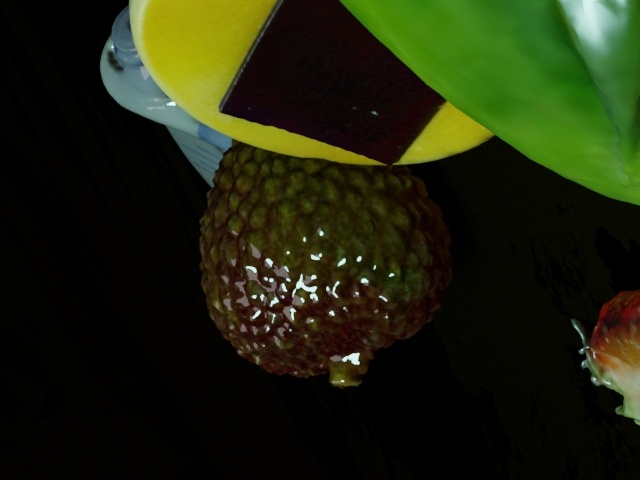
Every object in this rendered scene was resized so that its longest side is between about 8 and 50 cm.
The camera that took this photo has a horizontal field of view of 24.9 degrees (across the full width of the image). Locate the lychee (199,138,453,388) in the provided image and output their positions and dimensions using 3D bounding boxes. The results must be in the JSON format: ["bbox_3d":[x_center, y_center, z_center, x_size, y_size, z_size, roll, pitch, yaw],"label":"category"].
[{"bbox_3d":[0.000,0.000,1.313,0.236,0.236,0.271,154,102,-70],"label":"lychee"}]

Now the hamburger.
[{"bbox_3d":[0.017,-0.179,0.916,0.300,0.176,0.300,7,149,5],"label":"hamburger"}]

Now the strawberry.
[{"bbox_3d":[0.281,0.077,1.019,0.174,0.098,0.228,46,157,9],"label":"strawberry"}]

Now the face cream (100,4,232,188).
[{"bbox_3d":[-0.096,-0.102,1.532,0.235,0.137,0.420,32,165,38],"label":"face cream"}]

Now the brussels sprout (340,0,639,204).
[{"bbox_3d":[0.152,-0.185,0.432,0.425,0.361,0.342,47,164,5],"label":"brussels sprout"}]
